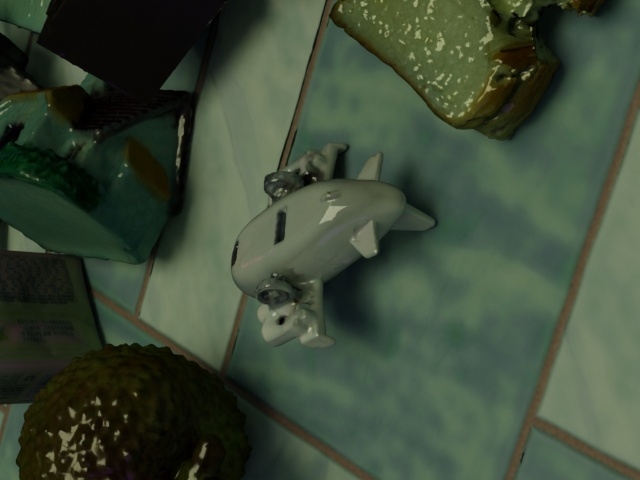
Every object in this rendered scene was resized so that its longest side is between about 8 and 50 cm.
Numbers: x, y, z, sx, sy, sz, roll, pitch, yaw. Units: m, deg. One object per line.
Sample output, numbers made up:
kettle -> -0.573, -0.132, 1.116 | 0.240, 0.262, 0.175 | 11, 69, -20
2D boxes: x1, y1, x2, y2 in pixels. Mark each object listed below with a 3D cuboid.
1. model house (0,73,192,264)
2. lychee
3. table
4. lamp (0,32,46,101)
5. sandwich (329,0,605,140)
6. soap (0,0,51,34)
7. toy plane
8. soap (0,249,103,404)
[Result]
model house -> -0.301, -0.131, 1.513 | 0.280, 0.230, 0.249 | 6, 65, 44
lychee -> -0.207, 0.244, 1.304 | 0.320, 0.270, 0.270 | -10, 77, 27
table -> -0.224, -0.313, 1.421 | 0.193, 0.172, 0.169 | -45, 27, 34
lamp -> -0.581, -0.235, 1.722 | 0.272, 0.205, 0.374 | -42, 71, -2
sandwich -> 0.159, -0.259, 1.114 | 0.249, 0.095, 0.273 | 52, 121, 37
soap -> -0.388, -0.357, 1.696 | 0.230, 0.091, 0.145 | 19, 98, 47
toy plane -> 0.000, 0.000, 1.234 | 0.245, 0.117, 0.244 | -33, 45, 40
soap -> -0.422, 0.116, 1.587 | 0.138, 0.199, 0.182 | -42, 57, 38
